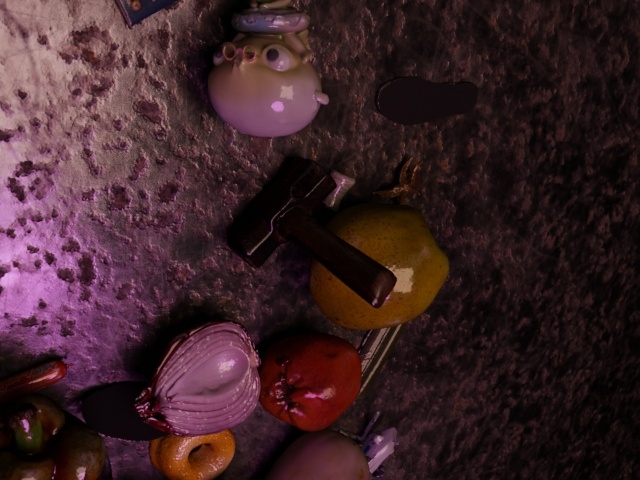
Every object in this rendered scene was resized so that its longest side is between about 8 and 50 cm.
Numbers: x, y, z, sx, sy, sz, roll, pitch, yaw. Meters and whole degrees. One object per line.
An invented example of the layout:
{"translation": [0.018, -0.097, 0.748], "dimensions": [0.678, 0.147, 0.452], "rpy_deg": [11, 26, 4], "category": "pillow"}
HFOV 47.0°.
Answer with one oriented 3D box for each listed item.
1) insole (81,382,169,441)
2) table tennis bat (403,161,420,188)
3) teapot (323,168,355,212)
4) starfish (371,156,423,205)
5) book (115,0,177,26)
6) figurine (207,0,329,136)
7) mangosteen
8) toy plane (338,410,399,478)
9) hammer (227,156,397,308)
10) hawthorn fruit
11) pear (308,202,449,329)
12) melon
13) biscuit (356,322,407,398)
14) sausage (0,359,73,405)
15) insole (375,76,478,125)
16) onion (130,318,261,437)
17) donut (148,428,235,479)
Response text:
{"translation": [-0.310, 0.337, 1.473], "dimensions": [0.348, 0.119, 0.009], "rpy_deg": [4, 150, -42], "category": "insole"}
{"translation": [0.208, -0.148, 1.706], "dimensions": [0.050, 0.007, 0.083], "rpy_deg": [-39, 130, -17], "category": "table tennis bat"}
{"translation": [0.029, -0.106, 1.561], "dimensions": [0.067, 0.057, 0.083], "rpy_deg": [24, 99, -4], "category": "teapot"}
{"translation": [0.180, -0.114, 1.671], "dimensions": [0.130, 0.041, 0.133], "rpy_deg": [-20, 124, -24], "category": "starfish"}
{"translation": [-0.229, -0.525, 1.199], "dimensions": [0.322, 0.018, 0.228], "rpy_deg": [-38, 128, -19], "category": "book"}
{"translation": [-0.079, -0.387, 1.290], "dimensions": [0.274, 0.226, 0.394], "rpy_deg": [-35, 128, -64], "category": "figurine"}
{"translation": [-0.493, 0.394, 1.223], "dimensions": [0.300, 0.300, 0.300], "rpy_deg": [-16, 118, -32], "category": "mangosteen"}
{"translation": [0.087, 0.572, 1.869], "dimensions": [0.273, 0.107, 0.182], "rpy_deg": [-32, 121, -18], "category": "toy plane"}
{"translation": [0.000, 0.000, 1.353], "dimensions": [0.242, 0.409, 0.095], "rpy_deg": [-47, 129, -7], "category": "hammer"}
{"translation": [0.003, 0.295, 1.625], "dimensions": [0.299, 0.211, 0.211], "rpy_deg": [-18, 120, -42], "category": "hawthorn fruit"}
{"translation": [0.114, 0.058, 1.557], "dimensions": [0.294, 0.294, 0.294], "rpy_deg": [-16, 118, -32], "category": "pear"}
{"translation": [-0.018, 0.585, 1.713], "dimensions": [0.317, 0.223, 0.223], "rpy_deg": [-52, 131, -11], "category": "melon"}
{"translation": [0.151, 0.254, 1.820], "dimensions": [0.099, 0.038, 0.322], "rpy_deg": [30, 90, -44], "category": "biscuit"}
{"translation": [-0.510, 0.248, 1.305], "dimensions": [0.145, 0.050, 0.048], "rpy_deg": [-21, 80, -29], "category": "sausage"}
{"translation": [0.245, -0.319, 1.656], "dimensions": [0.309, 0.012, 0.110], "rpy_deg": [-13, 116, -33], "category": "insole"}
{"translation": [-0.258, 0.275, 1.450], "dimensions": [0.283, 0.120, 0.227], "rpy_deg": [-16, 101, -39], "category": "onion"}
{"translation": [-0.263, 0.445, 1.562], "dimensions": [0.174, 0.074, 0.190], "rpy_deg": [-41, 129, -17], "category": "donut"}
